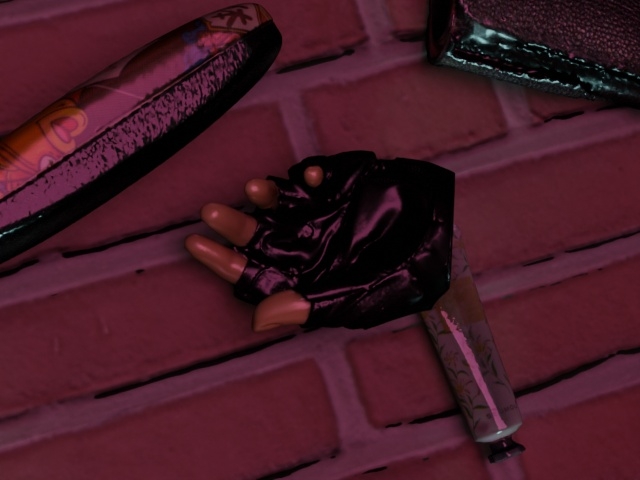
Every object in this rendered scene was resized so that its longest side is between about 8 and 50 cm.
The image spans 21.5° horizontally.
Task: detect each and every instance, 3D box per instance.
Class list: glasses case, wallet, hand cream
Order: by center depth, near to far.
[{"bbox_3d":[-0.163,-0.074,1.244,0.321,0.122,0.082,-36,91,-18],"label":"glasses case"},{"bbox_3d":[0.117,0.083,1.357,0.067,0.042,0.194,-19,85,-17],"label":"hand cream"},{"bbox_3d":[0.205,-0.248,1.415,0.221,0.071,0.262,10,73,-15],"label":"wallet"}]

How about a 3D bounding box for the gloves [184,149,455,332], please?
[{"bbox_3d":[0.000,0.000,1.294,0.203,0.124,0.164,2,59,4],"label":"gloves"}]
